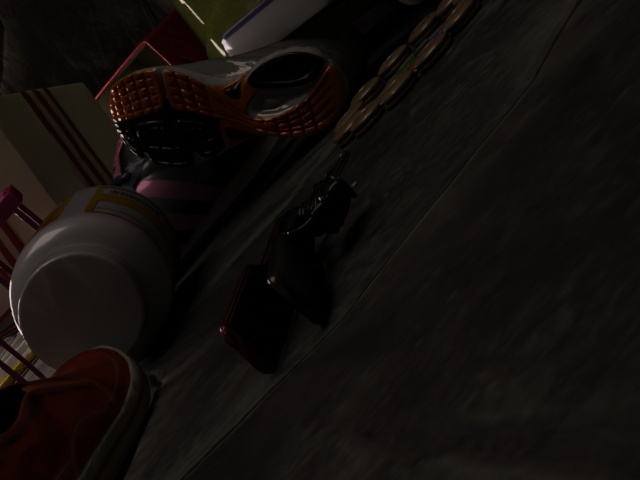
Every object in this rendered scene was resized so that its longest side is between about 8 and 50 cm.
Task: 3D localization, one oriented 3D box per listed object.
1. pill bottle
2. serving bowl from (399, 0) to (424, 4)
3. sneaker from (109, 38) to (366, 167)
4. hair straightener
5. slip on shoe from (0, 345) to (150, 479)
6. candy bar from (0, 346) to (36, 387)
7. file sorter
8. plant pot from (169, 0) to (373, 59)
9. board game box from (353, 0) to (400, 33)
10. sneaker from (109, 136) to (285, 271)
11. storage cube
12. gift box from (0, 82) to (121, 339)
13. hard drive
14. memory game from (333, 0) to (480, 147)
[{"bbox_3d":[-0.194,0.036,1.383,0.136,0.136,0.245,-48,9,6],"label":"pill bottle"},{"bbox_3d":[0.107,-0.252,1.514,0.083,0.027,0.083,-47,10,11],"label":"serving bowl"},{"bbox_3d":[-0.073,-0.137,1.512,0.262,0.099,0.121,-3,19,27],"label":"sneaker"},{"bbox_3d":[0.000,0.000,0.950,0.089,0.047,0.230,-45,5,19],"label":"hair straightener"},{"bbox_3d":[-0.193,0.135,1.089,0.123,0.101,0.331,-48,7,12],"label":"slip on shoe"},{"bbox_3d":[-0.432,0.189,2.256,0.161,0.018,0.040,-51,13,-16],"label":"candy bar"},{"bbox_3d":[-0.365,0.109,1.752,0.290,0.182,0.202,-50,10,-4],"label":"file sorter"},{"bbox_3d":[-0.087,-0.332,1.773,0.276,0.254,0.276,-41,-16,-14],"label":"plant pot"},{"bbox_3d":[0.083,-0.272,1.733,0.090,0.020,0.090,-50,9,-20],"label":"board game box"},{"bbox_3d":[-0.178,-0.026,1.586,0.319,0.131,0.112,-51,10,-13],"label":"sneaker"},{"bbox_3d":[-0.223,-0.249,2.579,0.215,0.184,0.193,-43,9,38],"label":"storage cube"},{"bbox_3d":[-0.376,-0.021,2.061,0.255,0.258,0.276,-43,-9,34],"label":"gift box"},{"bbox_3d":[0.065,-0.292,1.578,0.319,0.040,0.210,-38,6,-28],"label":"hard drive"},{"bbox_3d":[0.072,-0.147,1.289,0.186,0.012,0.186,-47,9,10],"label":"memory game"}]
